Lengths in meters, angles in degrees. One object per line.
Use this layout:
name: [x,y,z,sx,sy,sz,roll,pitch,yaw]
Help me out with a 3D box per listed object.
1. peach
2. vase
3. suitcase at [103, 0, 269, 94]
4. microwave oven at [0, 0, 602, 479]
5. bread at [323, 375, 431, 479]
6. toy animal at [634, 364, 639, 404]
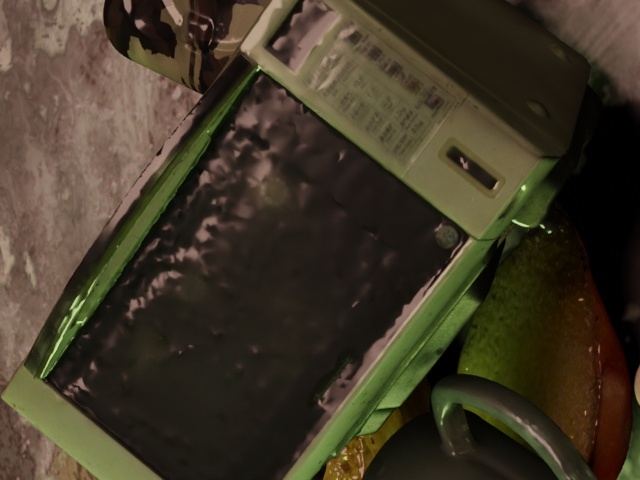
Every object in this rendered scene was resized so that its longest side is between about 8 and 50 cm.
peach: [0.180,0.112,1.430,0.189,0.068,0.279,30,112,52]
vase: [0.157,0.222,1.275,0.301,0.156,0.251,24,131,46]
suitcase: [-0.049,-0.292,1.582,0.339,0.194,0.351,26,111,29]
microwave oven: [0.000,0.000,1.343,0.247,0.333,0.394,37,111,0]
bread: [0.050,0.147,1.560,0.139,0.077,0.271,-40,61,38]
toy animal: [0.353,0.042,1.013,0.345,0.277,0.247,-36,88,7]
